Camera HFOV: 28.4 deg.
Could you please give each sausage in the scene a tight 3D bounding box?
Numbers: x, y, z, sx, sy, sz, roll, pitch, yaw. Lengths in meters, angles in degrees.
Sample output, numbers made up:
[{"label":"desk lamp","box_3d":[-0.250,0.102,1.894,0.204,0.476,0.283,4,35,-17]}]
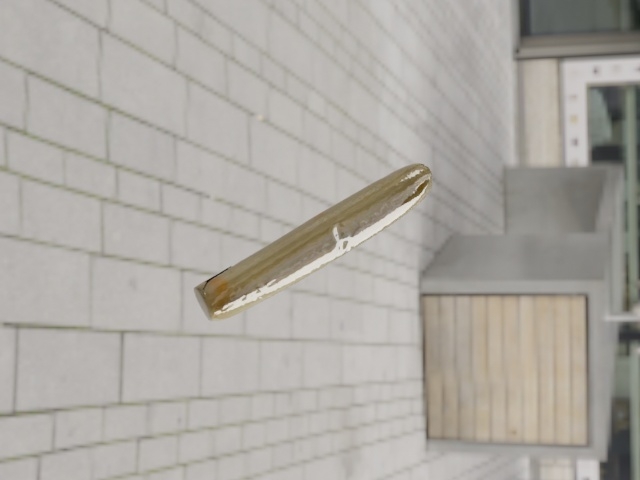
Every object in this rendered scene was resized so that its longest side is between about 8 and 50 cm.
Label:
[{"label":"sausage","box_3d":[0.000,0.000,0.605,0.024,0.132,0.024,52,-19,26]}]
